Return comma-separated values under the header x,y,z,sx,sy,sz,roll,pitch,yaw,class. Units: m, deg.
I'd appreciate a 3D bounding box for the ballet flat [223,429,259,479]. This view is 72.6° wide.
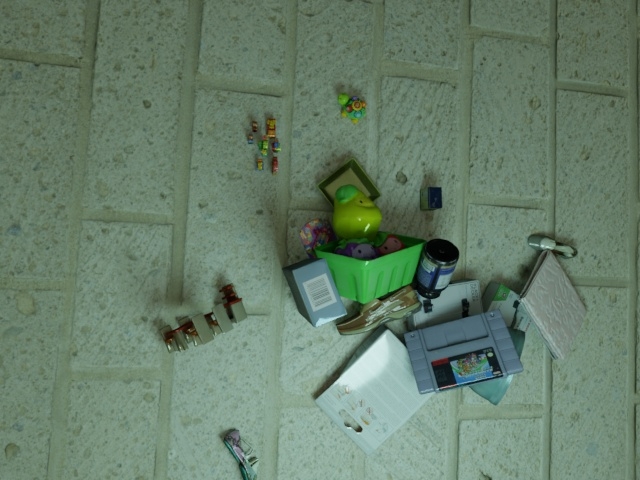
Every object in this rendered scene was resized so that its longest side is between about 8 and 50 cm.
x,y,z,sx,sy,sz,roll,pitch,yaw,class
-0.266,0.776,1.548,0.079,0.077,0.222,-27,92,-30,ballet flat

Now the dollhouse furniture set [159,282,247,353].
x,y,z,sx,sy,sz,roll,pitch,yaw,class
-0.389,0.257,1.470,0.259,0.262,0.135,-24,90,-45,dollhouse furniture set

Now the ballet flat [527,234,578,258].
x,y,z,sx,sy,sz,roll,pitch,yaw,class
0.974,0.023,1.818,0.213,0.068,0.072,17,84,-9,ballet flat

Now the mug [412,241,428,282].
x,y,z,sx,sy,sz,roll,pitch,yaw,class
0.403,0.076,1.685,0.157,0.097,0.129,-29,122,10,mug

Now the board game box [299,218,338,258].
x,y,z,sx,sy,sz,roll,pitch,yaw,class
0.000,0.000,1.651,0.133,0.033,0.169,-24,91,-11,board game box

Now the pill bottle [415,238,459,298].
x,y,z,sx,sy,sz,roll,pitch,yaw,class
0.411,0.109,1.564,0.122,0.219,0.123,2,45,-2,pill bottle

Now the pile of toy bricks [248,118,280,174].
x,y,z,sx,sy,sz,roll,pitch,yaw,class
-0.203,-0.352,1.593,0.118,0.105,0.212,0,87,-11,pile of toy bricks

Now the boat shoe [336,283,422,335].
x,y,z,sx,sy,sz,roll,pitch,yaw,class
0.208,0.254,1.615,0.323,0.122,0.120,-22,86,6,boat shoe

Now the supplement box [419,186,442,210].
x,y,z,sx,sy,sz,roll,pitch,yaw,class
0.434,-0.163,1.716,0.056,0.083,0.083,0,87,-11,supplement box

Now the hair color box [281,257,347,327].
x,y,z,sx,sy,sz,roll,pitch,yaw,class
-0.033,0.162,1.462,0.113,0.374,0.186,-21,91,-11,hair color box

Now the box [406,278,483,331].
x,y,z,sx,sy,sz,roll,pitch,yaw,class
0.479,0.251,1.702,0.289,0.087,0.169,-6,89,-11,box

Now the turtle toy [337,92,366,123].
x,y,z,sx,sy,sz,roll,pitch,yaw,class
0.122,-0.521,1.684,0.130,0.066,0.095,29,82,-8,turtle toy

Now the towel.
x,y,z,sx,sy,sz,roll,pitch,yaw,class
0.932,0.255,1.745,0.317,0.053,0.332,-43,104,-32,towel

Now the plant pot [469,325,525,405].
x,y,z,sx,sy,sz,roll,pitch,yaw,class
0.614,0.436,1.642,0.196,0.293,0.293,23,82,18,plant pot

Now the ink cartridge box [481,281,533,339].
x,y,z,sx,sy,sz,roll,pitch,yaw,class
0.752,0.286,1.752,0.208,0.087,0.153,30,82,-9,ink cartridge box

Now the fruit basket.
x,y,z,sx,sy,sz,roll,pitch,yaw,class
0.165,-0.010,1.522,0.392,0.282,0.392,-14,109,-44,fruit basket

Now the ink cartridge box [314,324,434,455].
x,y,z,sx,sy,sz,roll,pitch,yaw,class
0.214,0.562,1.649,0.385,0.091,0.308,-43,96,-2,ink cartridge box

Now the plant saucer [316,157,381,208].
x,y,z,sx,sy,sz,roll,pitch,yaw,class
0.107,-0.190,1.675,0.188,0.045,0.188,-39,95,-10,plant saucer

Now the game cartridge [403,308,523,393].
x,y,z,sx,sy,sz,roll,pitch,yaw,class
0.491,0.392,1.526,0.354,0.068,0.230,-18,51,11,game cartridge
